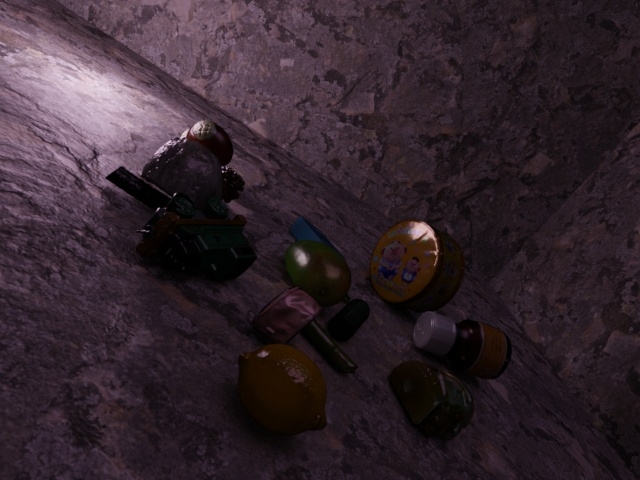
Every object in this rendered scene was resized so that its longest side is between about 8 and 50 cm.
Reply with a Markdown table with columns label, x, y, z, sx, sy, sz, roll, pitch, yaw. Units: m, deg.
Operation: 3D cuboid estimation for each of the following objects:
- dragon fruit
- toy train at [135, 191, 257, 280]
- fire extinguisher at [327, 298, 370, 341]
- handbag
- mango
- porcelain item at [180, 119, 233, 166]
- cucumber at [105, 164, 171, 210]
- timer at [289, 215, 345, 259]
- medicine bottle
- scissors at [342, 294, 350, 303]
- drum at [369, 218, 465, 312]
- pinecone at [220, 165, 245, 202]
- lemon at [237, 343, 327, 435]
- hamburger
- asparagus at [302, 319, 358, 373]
| label | x | y | z | sx | sy | sz | roll | pitch | yaw |
| --- | --- | --- | --- | --- | --- | --- | --- | --- | --- |
| dragon fruit | -0.435 | -0.218 | 1.607 | 0.204 | 0.221 | 0.283 | 24 | -12 | 29 |
| toy train | -0.366 | 0.007 | 1.414 | 0.249 | 0.178 | 0.429 | 54 | 23 | 15 |
| fire extinguisher | 0.121 | 0.288 | 1.714 | 0.311 | 0.095 | 0.114 | -26 | 109 | -68 |
| handbag | -0.093 | 0.223 | 1.361 | 0.116 | 0.179 | 0.205 | 47 | 22 | 9 |
| mango | -0.015 | 0.110 | 1.737 | 0.225 | 0.201 | 0.382 | 1 | 22 | -21 |
| porcelain item | -0.534 | -0.423 | 2.118 | 0.253 | 0.253 | 0.253 | 32 | 19 | -13 |
| cucumber | -0.573 | -0.146 | 1.548 | 0.300 | 0.072 | 0.072 | 35 | 19 | -12 |
| timer | 0.000 | 0.000 | 2.186 | 0.250 | 0.091 | 0.232 | 17 | 26 | -53 |
| medicine bottle | 0.602 | 0.441 | 1.997 | 0.395 | 0.242 | 0.242 | 21 | 21 | -9 |
| scissors | 0.058 | 0.184 | 1.940 | 0.101 | 0.027 | 0.204 | 24 | 24 | -36 |
| drum | 0.456 | 0.125 | 2.188 | 0.214 | 0.431 | 0.431 | 24 | 23 | -37 |
| pinecone | -0.394 | -0.232 | 1.919 | 0.174 | 0.173 | 0.173 | 32 | 19 | -13 |
| lemon | -0.087 | 0.344 | 1.062 | 0.257 | 0.188 | 0.188 | 38 | 19 | 12 |
| hamburger | 0.375 | 0.506 | 1.517 | 0.168 | 0.192 | 0.288 | 34 | 17 | -38 |
| asparagus | 0.008 | 0.324 | 1.477 | 0.278 | 0.060 | 0.067 | 45 | 1 | 23 |
